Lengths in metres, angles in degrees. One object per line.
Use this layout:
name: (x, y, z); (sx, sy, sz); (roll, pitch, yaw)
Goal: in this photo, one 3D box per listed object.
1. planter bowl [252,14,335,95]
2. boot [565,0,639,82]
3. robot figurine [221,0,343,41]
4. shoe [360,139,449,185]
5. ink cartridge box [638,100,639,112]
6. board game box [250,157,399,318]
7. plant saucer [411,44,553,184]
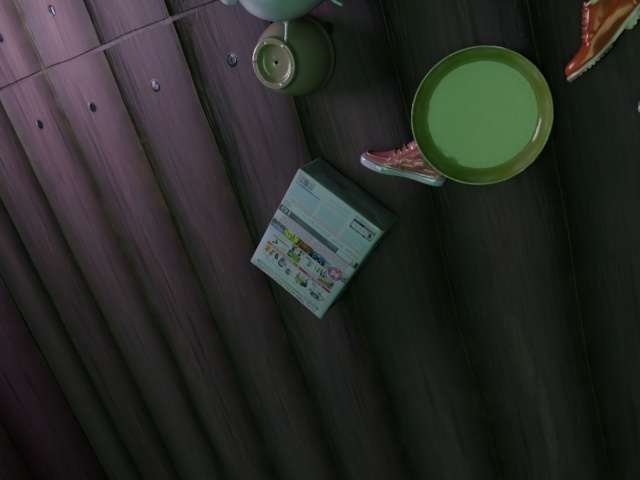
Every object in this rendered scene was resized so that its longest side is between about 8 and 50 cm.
planter bowl: (-0.067, -0.359, 1.138); (0.162, 0.109, 0.161); (15, 122, 25)
boot: (0.427, -0.326, 0.893); (0.085, 0.059, 0.158); (42, 121, 9)
robot figurine: (-0.094, -0.540, 0.997); (0.300, 0.200, 0.353); (-20, 103, 38)
shoe: (0.169, -0.170, 1.130); (0.178, 0.063, 0.081); (18, 122, 16)
ink cartridge box: (0.666, -0.178, 0.811); (0.296, 0.066, 0.261); (47, 127, 3)
board game box: (0.000, 0.000, 1.302); (0.224, 0.097, 0.303); (39, 127, 8)
plant saucer: (0.284, -0.220, 1.020); (0.241, 0.037, 0.240); (6, 110, 18)
